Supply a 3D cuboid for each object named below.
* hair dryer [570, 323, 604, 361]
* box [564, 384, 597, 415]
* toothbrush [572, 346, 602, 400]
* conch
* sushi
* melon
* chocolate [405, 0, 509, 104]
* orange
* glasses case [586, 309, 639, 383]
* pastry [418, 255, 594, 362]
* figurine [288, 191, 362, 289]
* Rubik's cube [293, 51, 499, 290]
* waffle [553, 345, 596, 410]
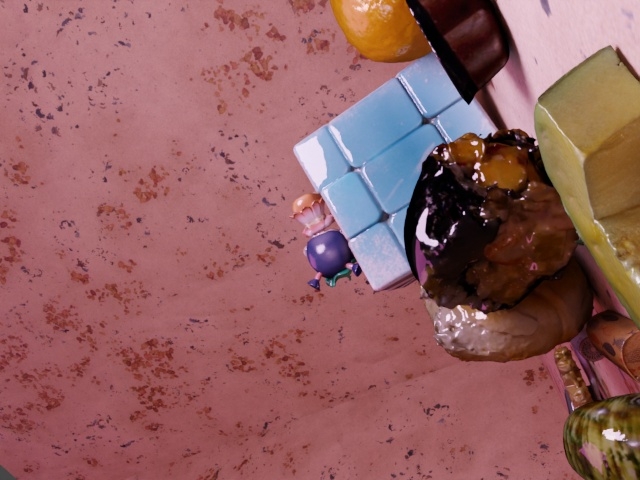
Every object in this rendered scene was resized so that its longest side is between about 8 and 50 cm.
[{"bbox_3d":[0.419,0.096,0.909,0.155,0.044,0.183,-13,-95,-77],"label":"hair dryer"},{"bbox_3d":[0.587,0.367,1.199,0.122,0.084,0.069,47,-149,-56],"label":"box"},{"bbox_3d":[0.555,0.269,1.116,0.020,0.025,0.287,51,-158,-42],"label":"toothbrush"},{"bbox_3d":[0.392,0.288,0.687,0.182,0.124,0.187,62,-174,-5],"label":"conch"},{"bbox_3d":[0.207,-0.035,0.662,0.213,0.200,0.204,26,-147,-28],"label":"sushi"},{"bbox_3d":[0.210,-0.011,0.356,0.118,0.064,0.210,49,-160,-65],"label":"melon"},{"bbox_3d":[0.178,-0.245,0.647,0.149,0.080,0.125,61,-155,7],"label":"chocolate"},{"bbox_3d":[0.109,-0.380,0.822,0.219,0.193,0.219,46,-167,-14],"label":"orange"},{"bbox_3d":[0.349,0.124,0.621,0.065,0.041,0.170,68,-167,7],"label":"glasses case"},{"bbox_3d":[0.268,0.074,0.791,0.257,0.235,0.121,-85,-22,-70],"label":"pastry"},{"bbox_3d":[0.000,0.000,1.054,0.195,0.111,0.102,61,-167,4],"label":"figurine"},{"bbox_3d":[0.189,-0.111,1.056,0.316,0.321,0.318,61,-167,11],"label":"Rubik's cube"},{"bbox_3d":[0.533,0.304,1.123,0.192,0.046,0.161,7,-119,-70],"label":"waffle"}]
